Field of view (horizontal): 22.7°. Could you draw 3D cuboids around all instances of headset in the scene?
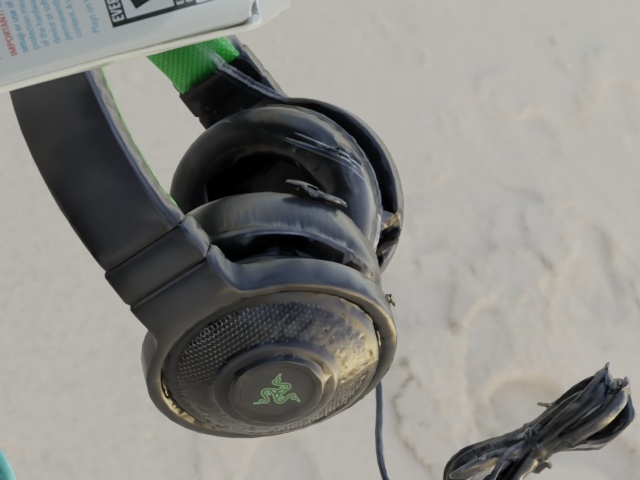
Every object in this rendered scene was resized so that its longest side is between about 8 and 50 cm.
[{"bbox_3d":[0.000,0.000,0.868,0.394,0.185,0.243,52,21,-20],"label":"headset"}]

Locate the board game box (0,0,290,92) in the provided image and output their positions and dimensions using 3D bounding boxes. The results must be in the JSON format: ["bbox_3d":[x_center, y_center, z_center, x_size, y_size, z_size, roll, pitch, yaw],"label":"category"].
[{"bbox_3d":[-0.185,-0.136,0.485,0.097,0.303,0.224,-66,142,-76],"label":"board game box"}]

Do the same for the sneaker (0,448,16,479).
[{"bbox_3d":[-0.199,0.117,0.634,0.295,0.178,0.123,60,36,-71],"label":"sneaker"}]
